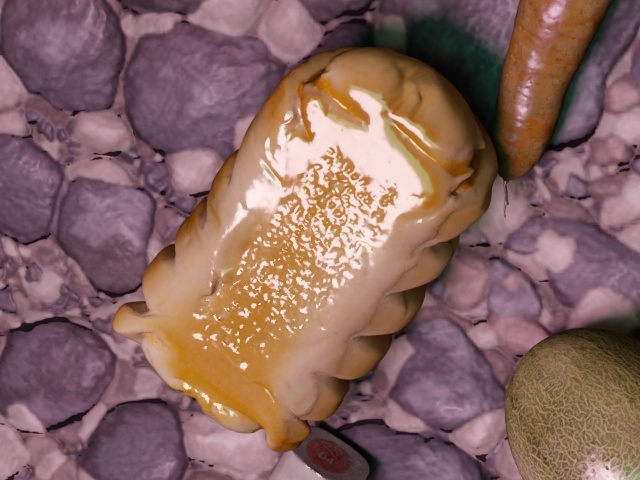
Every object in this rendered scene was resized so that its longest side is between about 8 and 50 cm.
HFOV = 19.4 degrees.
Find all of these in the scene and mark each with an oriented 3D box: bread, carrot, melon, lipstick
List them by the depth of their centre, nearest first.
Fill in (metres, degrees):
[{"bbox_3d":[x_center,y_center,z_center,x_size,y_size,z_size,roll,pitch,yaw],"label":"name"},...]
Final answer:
[{"bbox_3d":[0.159,-0.144,1.232,0.078,0.078,0.298,26,119,13],"label":"carrot"},{"bbox_3d":[0.203,0.140,1.251,0.192,0.139,0.139,51,124,40],"label":"melon"},{"bbox_3d":[0.000,0.000,1.308,0.173,0.121,0.311,40,117,3],"label":"bread"},{"bbox_3d":[-0.031,0.228,1.436,0.063,0.057,0.186,35,122,8],"label":"lipstick"}]
